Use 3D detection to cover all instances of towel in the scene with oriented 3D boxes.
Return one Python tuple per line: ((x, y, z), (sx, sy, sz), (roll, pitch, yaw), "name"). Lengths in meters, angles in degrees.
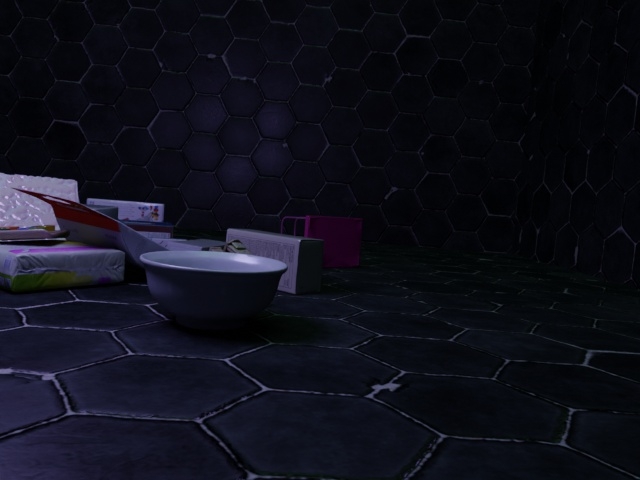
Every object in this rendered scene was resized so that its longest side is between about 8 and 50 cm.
((-0.899, -0.063, 1.717), (0.332, 0.316, 0.053), (3, -34, -34), "towel")

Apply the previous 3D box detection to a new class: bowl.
((-0.220, 0.103, 1.165), (0.298, 0.134, 0.298), (5, 4, 0), "bowl")

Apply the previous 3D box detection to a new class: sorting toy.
((-0.774, -0.021, 1.472), (0.193, 0.038, 0.208), (-3, 1, -10), "sorting toy")

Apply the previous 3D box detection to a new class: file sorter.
((0.000, 0.000, 2.318), (0.291, 0.202, 0.182), (1, 4, -41), "file sorter")

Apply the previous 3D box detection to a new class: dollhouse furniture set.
((-0.286, 0.047, 1.612), (0.182, 0.101, 0.161), (37, 23, 33), "dollhouse furniture set")

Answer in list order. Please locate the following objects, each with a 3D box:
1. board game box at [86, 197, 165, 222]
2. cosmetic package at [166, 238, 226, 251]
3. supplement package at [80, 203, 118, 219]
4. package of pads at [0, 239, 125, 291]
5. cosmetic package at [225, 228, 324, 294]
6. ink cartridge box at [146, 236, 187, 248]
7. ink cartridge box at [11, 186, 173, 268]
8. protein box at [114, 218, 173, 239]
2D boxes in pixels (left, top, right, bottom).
((-0.808, -0.068, 2.359), (0.306, 0.192, 0.053), (5, 5, -9), "board game box")
((-0.389, 0.053, 1.842), (0.127, 0.107, 0.238), (9, 2, 13), "cosmetic package")
((-0.840, -0.036, 2.001), (0.176, 0.177, 0.293), (5, 5, -5), "supplement package")
((-0.691, 0.057, 1.449), (0.229, 0.101, 0.297), (8, 5, 35), "package of pads")
((-0.145, 0.056, 1.702), (0.310, 0.160, 0.113), (10, 6, 39), "cosmetic package")
((-0.547, 0.040, 1.870), (0.207, 0.097, 0.046), (3, 4, -19), "ink cartridge box")
((-0.631, -0.014, 1.586), (0.308, 0.091, 0.385), (11, -15, 33), "ink cartridge box")
((-0.628, 0.002, 2.002), (0.201, 0.135, 0.200), (3, 4, -18), "protein box")
